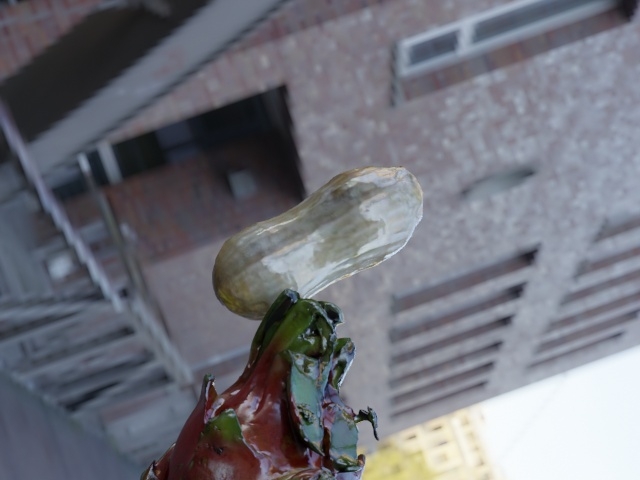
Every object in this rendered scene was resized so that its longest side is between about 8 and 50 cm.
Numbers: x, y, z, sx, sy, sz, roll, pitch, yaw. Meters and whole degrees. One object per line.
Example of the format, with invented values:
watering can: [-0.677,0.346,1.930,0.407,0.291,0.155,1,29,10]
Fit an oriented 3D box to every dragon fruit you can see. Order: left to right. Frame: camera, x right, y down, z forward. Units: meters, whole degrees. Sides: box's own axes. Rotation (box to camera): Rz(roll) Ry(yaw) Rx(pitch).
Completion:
dragon fruit: [-0.026,0.191,1.427,0.200,0.269,0.198,37,9,29]

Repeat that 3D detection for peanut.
peanut: [0.000,0.000,1.516,0.087,0.207,0.087,58,-11,18]
